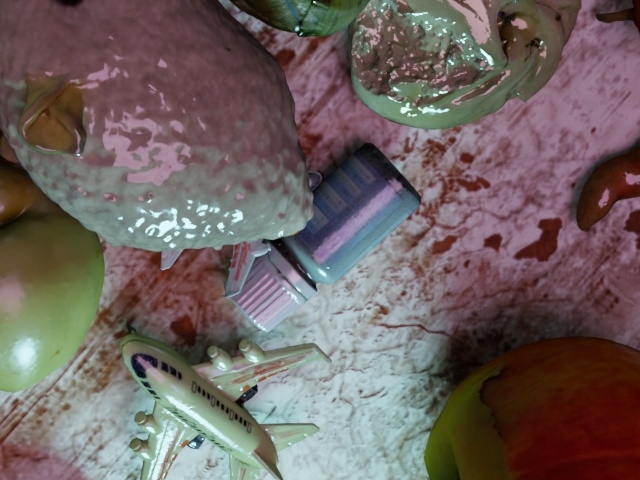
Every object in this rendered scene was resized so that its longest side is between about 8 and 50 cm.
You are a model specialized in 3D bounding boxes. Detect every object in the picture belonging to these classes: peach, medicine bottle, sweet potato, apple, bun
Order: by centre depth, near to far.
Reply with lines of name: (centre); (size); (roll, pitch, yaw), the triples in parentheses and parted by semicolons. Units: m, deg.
apple: (-0.282, 0.035, 1.361); (0.200, 0.200, 0.200); (-8, 116, -17)
bun: (0.136, -0.200, 1.445); (0.237, 0.116, 0.210); (-37, 121, -4)
medicine bottle: (0.000, 0.000, 1.504); (0.203, 0.083, 0.083); (-43, 121, 1)
peach: (0.284, 0.267, 1.583); (0.370, 0.370, 0.370); (-8, 116, -17)
sweet potato: (0.345, -0.082, 1.613); (0.202, 0.058, 0.055); (-38, 141, -2)

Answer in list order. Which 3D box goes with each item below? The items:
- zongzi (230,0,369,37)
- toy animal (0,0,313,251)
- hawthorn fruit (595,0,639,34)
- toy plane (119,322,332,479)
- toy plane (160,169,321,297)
zongzi: (0.022, -0.315, 1.230); (0.323, 0.360, 0.160); (50, 52, -35)
toy animal: (-0.151, -0.109, 1.327); (0.358, 0.188, 0.226); (43, 70, -17)
hawthorn fruit: (0.375, -0.242, 1.494); (0.226, 0.196, 0.196); (-16, 123, 21)
toy plane: (-0.114, 0.162, 1.526); (0.242, 0.104, 0.256); (-42, 121, 4)
toy plane: (-0.080, -0.035, 1.464); (0.171, 0.065, 0.162); (-19, 96, -22)
